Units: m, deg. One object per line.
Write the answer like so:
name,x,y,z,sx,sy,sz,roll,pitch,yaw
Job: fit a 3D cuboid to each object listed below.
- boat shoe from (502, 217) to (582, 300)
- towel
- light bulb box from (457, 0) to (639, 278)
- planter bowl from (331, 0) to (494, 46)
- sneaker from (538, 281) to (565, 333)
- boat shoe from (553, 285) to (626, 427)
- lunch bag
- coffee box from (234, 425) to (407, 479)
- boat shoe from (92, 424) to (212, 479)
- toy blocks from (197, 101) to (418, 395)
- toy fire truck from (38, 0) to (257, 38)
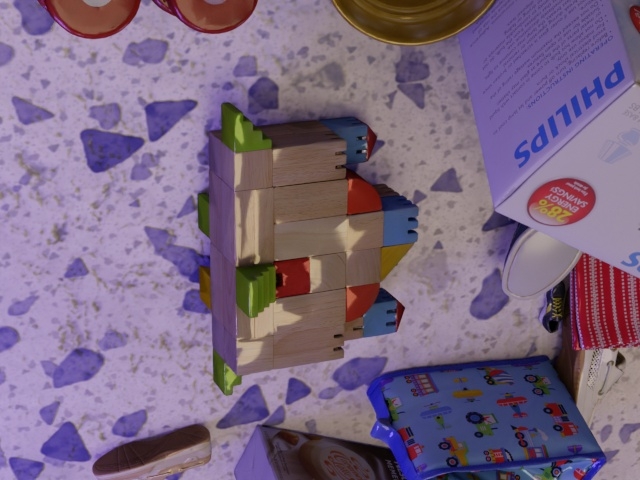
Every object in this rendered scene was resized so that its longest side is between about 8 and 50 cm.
boat shoe,0.310,-0.039,1.975,0.095,0.079,0.254,14,115,-17
towel,0.476,0.048,2.065,0.274,0.031,0.199,-4,94,-15
light bulb box,0.368,-0.167,1.702,0.358,0.361,0.225,23,131,-29
planter bowl,0.103,-0.338,1.688,0.217,0.090,0.217,-3,120,-5
sneaker,0.334,0.095,2.106,0.031,0.035,0.083,-4,125,-15
boat shoe,0.398,0.183,2.148,0.096,0.098,0.277,-4,124,-13
lunch bag,0.211,0.269,2.074,0.293,0.221,0.138,6,122,-21
coffee box,0.017,0.362,2.133,0.246,0.141,0.098,13,119,-26
boat shoe,-0.231,0.312,2.070,0.170,0.063,0.059,-15,121,-7
toy blocks,0.000,0.000,1.849,0.261,0.191,0.381,-8,112,-21
toy fire truck,-0.187,-0.352,1.568,0.302,0.169,0.254,-5,107,-15
